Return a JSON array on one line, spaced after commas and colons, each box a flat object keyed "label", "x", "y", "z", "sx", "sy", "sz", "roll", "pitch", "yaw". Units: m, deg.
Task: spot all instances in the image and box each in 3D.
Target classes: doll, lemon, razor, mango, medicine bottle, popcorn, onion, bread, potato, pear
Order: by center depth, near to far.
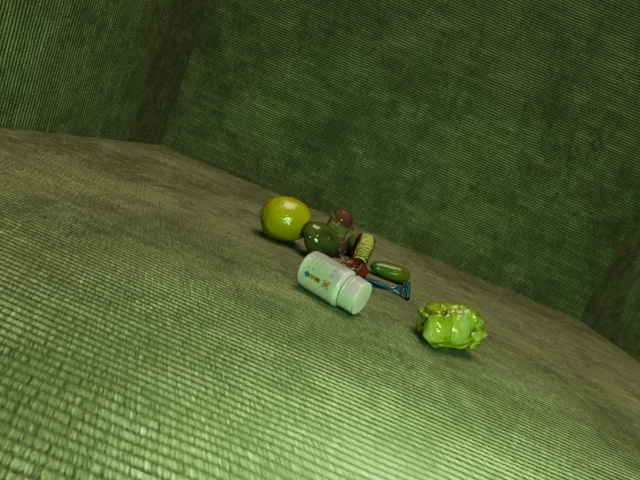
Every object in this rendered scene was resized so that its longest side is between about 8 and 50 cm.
[{"label": "medicine bottle", "x": 0.049, "y": 0.153, "z": 1.616, "sx": 0.254, "sy": 0.152, "sz": 0.152, "roll": 27, "pitch": 12, "yaw": 27}, {"label": "popcorn", "x": 0.473, "y": 0.314, "z": 1.670, "sx": 0.286, "sy": 0.174, "sz": 0.225, "roll": 5, "pitch": 2, "yaw": -27}, {"label": "onion", "x": 0.116, "y": 0.153, "z": 1.839, "sx": 0.184, "sy": 0.147, "sz": 0.184, "roll": -15, "pitch": 13, "yaw": 4}, {"label": "razor", "x": 0.277, "y": 0.207, "z": 2.105, "sx": 0.324, "sy": 0.093, "sz": 0.056, "roll": 16, "pitch": -28, "yaw": -15}, {"label": "potato", "x": 0.000, "y": 0.000, "z": 2.183, "sx": 0.235, "sy": 0.160, "sz": 0.178, "roll": 49, "pitch": 10, "yaw": -36}, {"label": "lemon", "x": -0.172, "y": -0.108, "z": 2.234, "sx": 0.288, "sy": 0.233, "sz": 0.233, "roll": 11, "pitch": 15, "yaw": -33}, {"label": "bread", "x": 0.221, "y": 0.050, "z": 2.380, "sx": 0.104, "sy": 0.199, "sz": 0.199, "roll": 22, "pitch": 11, "yaw": 1}, {"label": "mango", "x": 0.375, "y": 0.163, "z": 2.399, "sx": 0.237, "sy": 0.091, "sz": 0.137, "roll": 22, "pitch": 5, "yaw": -5}, {"label": "doll", "x": 0.093, "y": -0.053, "z": 2.436, "sx": 0.152, "sy": 0.256, "sz": 0.196, "roll": 20, "pitch": 9, "yaw": 17}, {"label": "pear", "x": 0.218, "y": 0.040, "z": 2.562, "sx": 0.167, "sy": 0.136, "sz": 0.167, "roll": 24, "pitch": 7, "yaw": -3}]
